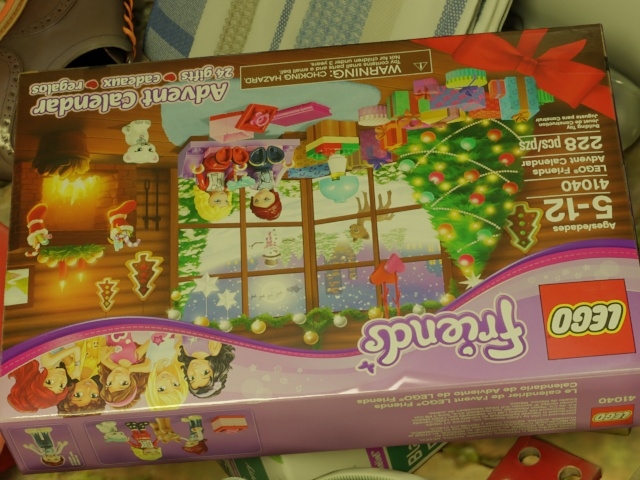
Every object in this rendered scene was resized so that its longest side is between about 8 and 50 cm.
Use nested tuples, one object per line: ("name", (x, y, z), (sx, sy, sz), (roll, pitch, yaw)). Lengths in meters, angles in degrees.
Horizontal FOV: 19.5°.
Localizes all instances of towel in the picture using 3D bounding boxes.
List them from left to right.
("towel", (-0.001, -0.143, 1.101), (0.034, 0.209, 0.285), (2, 27, -41))

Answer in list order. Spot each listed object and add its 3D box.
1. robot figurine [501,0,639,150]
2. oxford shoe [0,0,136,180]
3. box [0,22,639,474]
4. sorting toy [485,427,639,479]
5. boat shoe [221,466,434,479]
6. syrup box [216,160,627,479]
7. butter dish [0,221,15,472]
("robot figurine", (0.193, -0.193, 1.055), (0.353, 0.200, 0.300), (38, 95, 40))
("oxford shoe", (-0.150, -0.142, 1.209), (0.098, 0.097, 0.271), (21, 63, 19))
("box", (0.000, 0.000, 0.883), (0.293, 0.057, 0.201), (-5, 56, 3))
("sorting toy", (0.198, 0.117, 0.863), (0.274, 0.046, 0.132), (25, 59, 36))
("boat shoe", (-0.036, 0.150, 0.849), (0.254, 0.095, 0.079), (3, 9, 27))
("syrup box", (0.047, 0.038, 0.954), (0.237, 0.093, 0.096), (-39, 48, -19))
("butter dish", (-0.190, 0.056, 1.008), (0.160, 0.118, 0.160), (28, 100, 31))
